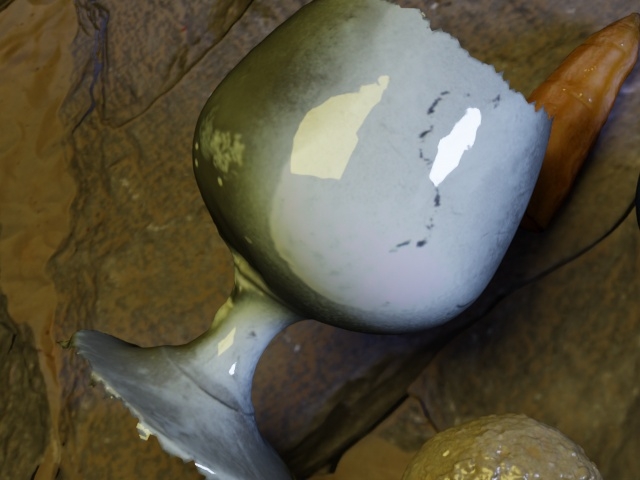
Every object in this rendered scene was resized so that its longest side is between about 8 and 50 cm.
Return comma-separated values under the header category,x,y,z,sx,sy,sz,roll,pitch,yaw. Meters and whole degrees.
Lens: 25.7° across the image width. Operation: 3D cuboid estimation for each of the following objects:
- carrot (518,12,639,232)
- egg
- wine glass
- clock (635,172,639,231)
category,x,y,z,sx,sy,sz,roll,pitch,yaw
carrot,0.191,-0.097,1.056,0.072,0.072,0.205,26,69,34
egg,0.117,0.170,0.901,0.140,0.116,0.118,-11,35,24
wine glass,0.000,0.000,0.942,0.323,0.238,0.238,-52,53,7
clock,0.297,0.017,0.890,0.200,0.146,0.243,-21,63,19
